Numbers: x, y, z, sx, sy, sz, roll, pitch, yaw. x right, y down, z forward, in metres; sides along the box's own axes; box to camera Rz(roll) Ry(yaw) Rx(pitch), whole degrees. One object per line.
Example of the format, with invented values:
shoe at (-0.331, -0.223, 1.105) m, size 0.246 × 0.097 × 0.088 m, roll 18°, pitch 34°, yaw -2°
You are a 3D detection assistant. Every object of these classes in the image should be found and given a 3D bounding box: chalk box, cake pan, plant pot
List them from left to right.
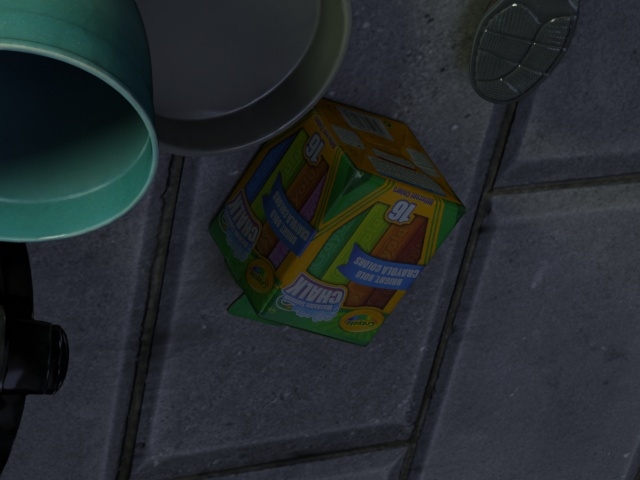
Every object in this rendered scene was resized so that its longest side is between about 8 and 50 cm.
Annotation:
plant pot at (-0.282, -0.181, 1.789) m, size 0.272 × 0.255 × 0.271 m, roll 0°, pitch 142°, yaw 0°
cake pan at (-0.107, -0.225, 2.106) m, size 0.293 × 0.054 × 0.293 m, roll -16°, pitch 134°, yaw -17°
chalk box at (0.000, 0.000, 2.273) m, size 0.180 × 0.179 × 0.289 m, roll 15°, pitch 119°, yaw -37°

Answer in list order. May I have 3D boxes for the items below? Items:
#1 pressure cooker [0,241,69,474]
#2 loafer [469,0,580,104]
pressure cooker at (-0.480, 0.107, 1.965) m, size 0.420 × 0.370 × 0.375 m, roll 8°, pitch 127°, yaw -30°
loafer at (0.258, -0.299, 2.221) m, size 0.109 × 0.095 × 0.302 m, roll 19°, pitch 126°, yaw 0°
